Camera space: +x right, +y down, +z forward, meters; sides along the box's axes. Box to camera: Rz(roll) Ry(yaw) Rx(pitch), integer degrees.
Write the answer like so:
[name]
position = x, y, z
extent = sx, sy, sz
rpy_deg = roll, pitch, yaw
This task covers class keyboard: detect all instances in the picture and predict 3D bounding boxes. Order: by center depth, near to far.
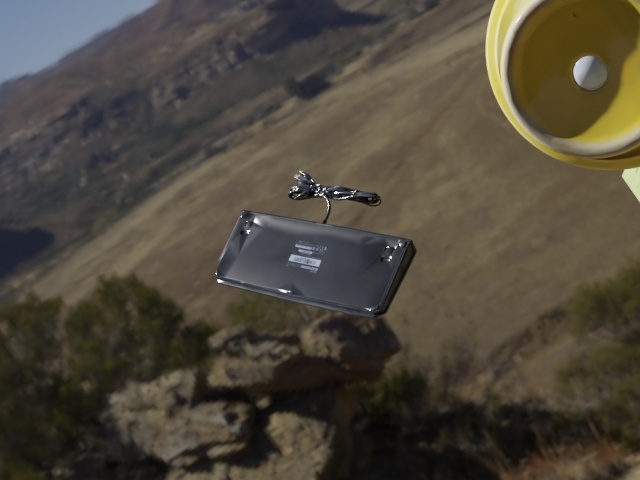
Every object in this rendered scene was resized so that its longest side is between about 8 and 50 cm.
[keyboard]
position = 0.000, 0.000, 1.687
extent = 0.317, 0.033, 0.202
rpy_deg = 11, 69, 38

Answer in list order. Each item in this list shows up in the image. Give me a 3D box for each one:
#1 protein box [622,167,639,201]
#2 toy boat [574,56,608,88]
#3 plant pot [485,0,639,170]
[protein box]
position = 0.521, -0.079, 1.527
extent = 0.135, 0.201, 0.200
rpy_deg = -24, -24, -11
[toy boat]
position = 0.489, -0.374, 1.849
extent = 0.148, 0.267, 0.318
rpy_deg = -60, -3, -35
[plant pot]
position = 0.275, -0.180, 1.155
extent = 0.254, 0.254, 0.239
rpy_deg = -25, 6, 24
